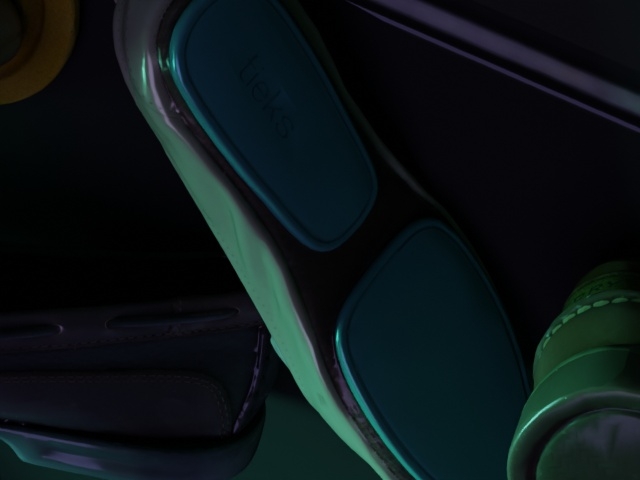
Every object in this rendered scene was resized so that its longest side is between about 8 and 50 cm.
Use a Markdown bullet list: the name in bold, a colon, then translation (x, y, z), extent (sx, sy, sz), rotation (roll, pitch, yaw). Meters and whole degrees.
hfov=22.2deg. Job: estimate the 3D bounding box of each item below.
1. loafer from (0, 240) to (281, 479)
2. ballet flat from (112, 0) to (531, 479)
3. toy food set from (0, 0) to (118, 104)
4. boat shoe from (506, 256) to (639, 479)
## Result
- **loafer**: translation (-0.160, 0.021, 0.638), extent (0.302, 0.109, 0.095), rotation (11, 122, -15)
- **ballet flat**: translation (0.000, 0.000, 0.594), extent (0.086, 0.086, 0.248), rotation (-10, 122, 35)
- **toy food set**: translation (-0.164, -0.087, 0.597), extent (0.217, 0.071, 0.128), rotation (1, 129, 27)
- **boat shoe**: translation (0.203, 0.118, 0.565), extent (0.307, 0.104, 0.110), rotation (43, 127, -10)
